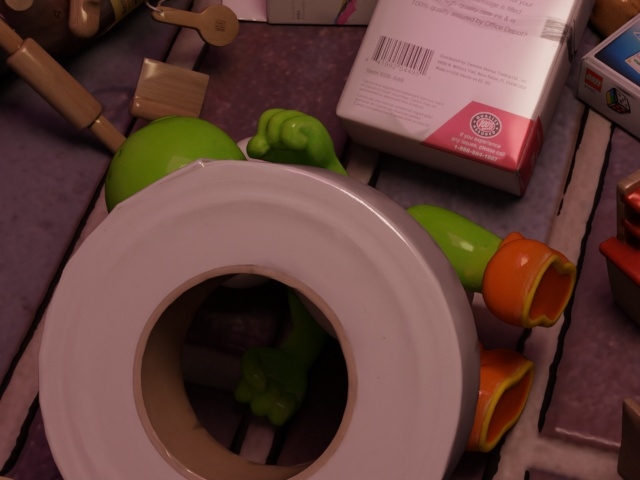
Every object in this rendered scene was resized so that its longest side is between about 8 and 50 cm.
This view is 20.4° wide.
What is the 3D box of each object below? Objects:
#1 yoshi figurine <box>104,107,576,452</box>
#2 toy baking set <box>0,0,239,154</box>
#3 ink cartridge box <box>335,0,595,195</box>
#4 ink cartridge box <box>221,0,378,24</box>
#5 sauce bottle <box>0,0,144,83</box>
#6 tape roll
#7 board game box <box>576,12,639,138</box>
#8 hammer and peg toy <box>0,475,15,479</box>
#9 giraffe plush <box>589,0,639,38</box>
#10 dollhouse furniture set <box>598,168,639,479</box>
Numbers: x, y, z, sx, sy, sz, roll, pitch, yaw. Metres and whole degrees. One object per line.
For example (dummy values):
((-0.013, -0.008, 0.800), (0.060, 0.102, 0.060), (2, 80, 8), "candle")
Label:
((-0.015, 0.011, 1.290), (0.362, 0.203, 0.203), (26, 62, 22), "yoshi figurine")
((-0.180, -0.198, 1.458), (0.256, 0.030, 0.197), (40, 75, -19), "toy baking set")
((0.126, -0.166, 1.440), (0.158, 0.092, 0.218), (19, 82, 14), "ink cartridge box")
((0.012, -0.253, 1.574), (0.198, 0.067, 0.115), (0, 51, 1), "ink cartridge box")
((-0.202, -0.235, 1.521), (0.344, 0.111, 0.111), (-40, 61, -17), "sauce bottle")
((-0.039, 0.087, 1.182), (0.286, 0.100, 0.286), (0, 92, 13), "tape roll")
((0.389, -0.105, 1.468), (0.193, 0.053, 0.305), (-37, 60, -27), "board game box")
((-0.389, 0.240, 1.141), (0.361, 0.127, 0.266), (6, 52, 4), "hammer and peg toy")
((0.251, -0.291, 1.540), (0.210, 0.170, 0.181), (-15, 53, -12), "giraffe plush")
((0.316, 0.063, 1.267), (0.262, 0.135, 0.259), (-31, 53, -16), "dollhouse furniture set")
